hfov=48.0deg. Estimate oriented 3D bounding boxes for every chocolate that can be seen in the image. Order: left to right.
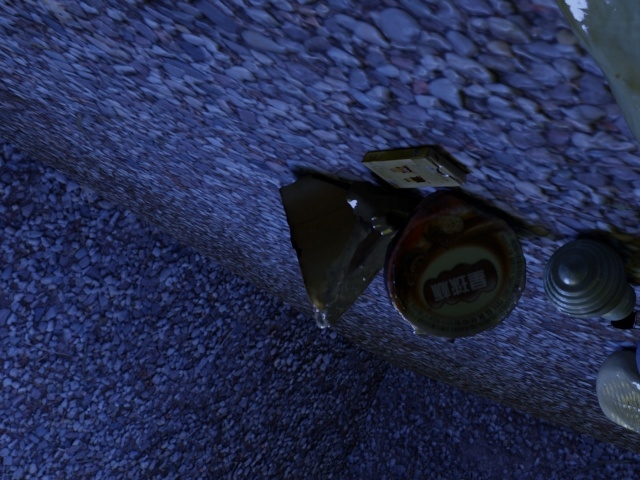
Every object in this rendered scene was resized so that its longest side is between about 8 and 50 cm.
[{"bbox_3d":[0.186,0.026,1.071,0.221,0.221,0.147,27,-166,-10],"label":"chocolate"}]

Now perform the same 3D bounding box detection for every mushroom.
[{"bbox_3d":[0.244,-0.114,0.492,0.100,0.081,0.312,5,156,44],"label":"mushroom"}]

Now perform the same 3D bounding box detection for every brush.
[{"bbox_3d":[0.144,-0.025,1.167,0.084,0.071,0.301,36,-174,36],"label":"brush"}]

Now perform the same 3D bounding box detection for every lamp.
[{"bbox_3d":[0.374,0.062,0.975,0.106,0.106,0.193,14,175,42],"label":"lamp"}]

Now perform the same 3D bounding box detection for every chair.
[{"bbox_3d":[0.487,0.124,1.145,0.042,0.037,0.086,13,171,4],"label":"chair"}]

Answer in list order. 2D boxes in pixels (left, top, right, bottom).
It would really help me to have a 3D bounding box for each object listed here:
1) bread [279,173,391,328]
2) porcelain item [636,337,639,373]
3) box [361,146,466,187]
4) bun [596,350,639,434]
[{"bbox_3d":[-0.010,0.006,1.251,0.211,0.224,0.183,29,165,23],"label":"bread"},{"bbox_3d":[0.550,0.182,1.059,0.141,0.141,0.259,17,175,35],"label":"porcelain item"},{"bbox_3d":[0.124,-0.096,0.964,0.073,0.020,0.149,33,166,-29],"label":"box"},{"bbox_3d":[0.642,0.298,1.366,0.229,0.145,0.229,54,165,22],"label":"bun"}]
